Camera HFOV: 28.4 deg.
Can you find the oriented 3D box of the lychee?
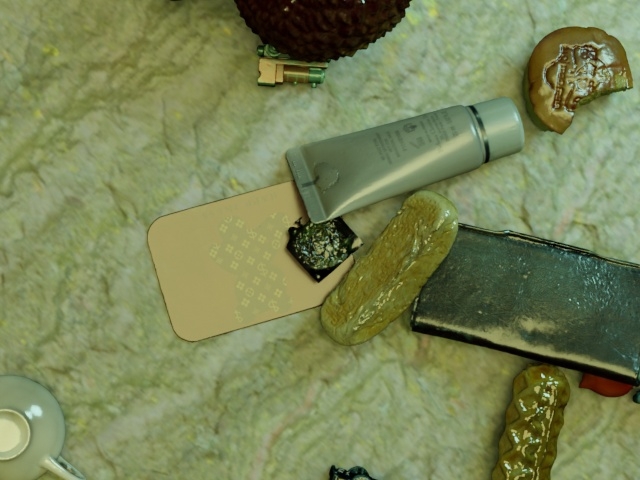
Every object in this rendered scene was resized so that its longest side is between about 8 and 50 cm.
[{"bbox_3d":[0.010,-0.341,1.632,0.235,0.271,0.236,1,92,39],"label":"lychee"}]

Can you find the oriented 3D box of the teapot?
[{"bbox_3d":[-0.401,0.256,1.656,0.226,0.092,0.145,40,86,-5],"label":"teapot"}]

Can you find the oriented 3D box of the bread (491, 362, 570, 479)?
[{"bbox_3d":[0.266,0.343,1.710,0.084,0.077,0.368,14,85,-3],"label":"bread"}]

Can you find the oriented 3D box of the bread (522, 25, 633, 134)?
[{"bbox_3d":[0.343,-0.227,1.739,0.156,0.086,0.125,-33,89,-6],"label":"bread"}]

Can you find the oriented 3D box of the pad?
[{"bbox_3d":[-0.092,0.024,1.733,0.267,0.004,0.181,-16,88,-5],"label":"pad"}]

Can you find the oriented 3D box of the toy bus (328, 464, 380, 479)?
[{"bbox_3d":[0.091,0.372,1.687,0.182,0.091,0.103,17,88,-2],"label":"toy bus"}]

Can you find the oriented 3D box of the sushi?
[{"bbox_3d":[0.000,0.000,1.714,0.083,0.056,0.085,-43,92,2],"label":"sushi"}]

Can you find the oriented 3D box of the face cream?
[{"bbox_3d":[0.118,-0.118,1.710,0.314,0.089,0.143,-15,52,-6],"label":"face cream"}]

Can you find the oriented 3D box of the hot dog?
[{"bbox_3d":[0.100,0.043,1.699,0.073,0.084,0.242,35,95,-40],"label":"hot dog"}]

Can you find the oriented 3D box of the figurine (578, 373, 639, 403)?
[{"bbox_3d":[0.426,0.187,1.739,0.140,0.068,0.075,1,87,2],"label":"figurine"}]

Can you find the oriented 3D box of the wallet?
[{"bbox_3d":[0.291,0.080,1.717,0.317,0.045,0.173,13,77,7],"label":"wallet"}]

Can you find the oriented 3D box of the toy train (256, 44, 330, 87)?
[{"bbox_3d":[-0.037,-0.241,1.731,0.103,0.044,0.064,3,91,-3],"label":"toy train"}]
